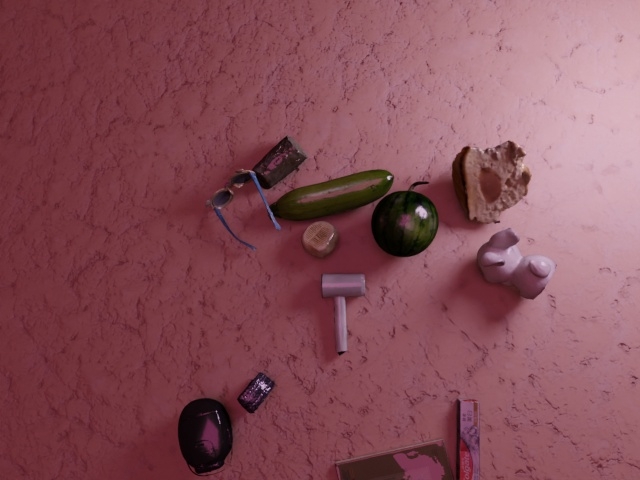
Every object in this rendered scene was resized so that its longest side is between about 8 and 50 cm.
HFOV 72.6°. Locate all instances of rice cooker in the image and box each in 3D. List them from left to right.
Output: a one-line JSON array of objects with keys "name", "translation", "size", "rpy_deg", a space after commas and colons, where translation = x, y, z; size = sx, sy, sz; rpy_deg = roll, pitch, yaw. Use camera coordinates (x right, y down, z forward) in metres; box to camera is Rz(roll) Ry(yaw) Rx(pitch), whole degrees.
[{"name": "rice cooker", "translation": [-0.320, 0.548, 1.227], "size": [0.142, 0.118, 0.203], "rpy_deg": [-15, 77, 4]}]

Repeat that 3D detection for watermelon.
[{"name": "watermelon", "translation": [0.238, -0.061, 1.233], "size": [0.187, 0.188, 0.215], "rpy_deg": [5, 96, 8]}]

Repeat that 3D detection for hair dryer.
[{"name": "hair dryer", "translation": [0.068, 0.214, 1.268], "size": [0.130, 0.073, 0.237], "rpy_deg": [-1, 82, 6]}]

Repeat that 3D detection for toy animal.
[{"name": "toy animal", "translation": [0.527, 0.067, 1.180], "size": [0.193, 0.178, 0.128], "rpy_deg": [33, 83, 10]}]

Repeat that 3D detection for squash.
[{"name": "squash", "translation": [0.030, -0.130, 1.313], "size": [0.394, 0.107, 0.107], "rpy_deg": [-14, 78, 9]}]

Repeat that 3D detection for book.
[{"name": "book", "translation": [0.213, 0.685, 1.185], "size": [0.310, 0.021, 0.217], "rpy_deg": [-14, 78, 4]}]

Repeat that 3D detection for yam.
[{"name": "yam", "translation": [-0.130, -0.241, 1.360], "size": [0.183, 0.107, 0.107], "rpy_deg": [-43, 77, -1]}]

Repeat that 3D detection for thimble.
[{"name": "thimble", "translation": [-0.185, 0.436, 1.248], "size": [0.066, 0.095, 0.104], "rpy_deg": [41, 51, 3]}]

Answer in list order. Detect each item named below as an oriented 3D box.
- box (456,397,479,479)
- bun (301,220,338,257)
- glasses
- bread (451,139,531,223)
[{"name": "box", "translation": [0.398, 0.544, 1.177], "size": [0.055, 0.039, 0.218], "rpy_deg": [3, 80, 7]}, {"name": "bun", "translation": [0.000, 0.000, 1.314], "size": [0.115, 0.069, 0.115], "rpy_deg": [-5, 58, 9]}, {"name": "glasses", "translation": [-0.221, -0.091, 1.344], "size": [0.189, 0.088, 0.221], "rpy_deg": [-39, 90, 25]}, {"name": "bread", "translation": [0.478, -0.153, 1.215], "size": [0.183, 0.224, 0.212], "rpy_deg": [-13, 86, 10]}]
